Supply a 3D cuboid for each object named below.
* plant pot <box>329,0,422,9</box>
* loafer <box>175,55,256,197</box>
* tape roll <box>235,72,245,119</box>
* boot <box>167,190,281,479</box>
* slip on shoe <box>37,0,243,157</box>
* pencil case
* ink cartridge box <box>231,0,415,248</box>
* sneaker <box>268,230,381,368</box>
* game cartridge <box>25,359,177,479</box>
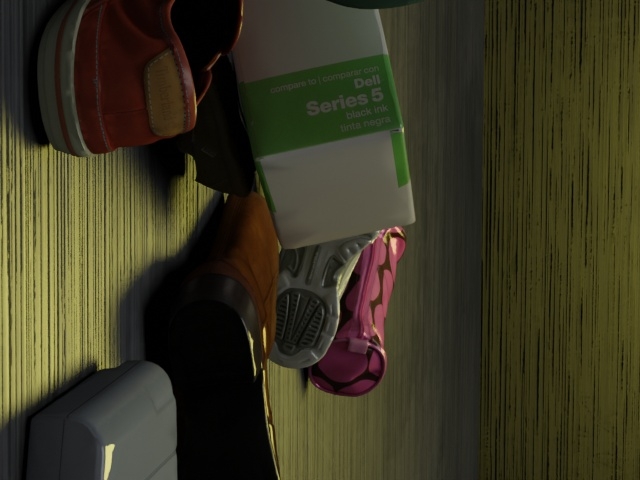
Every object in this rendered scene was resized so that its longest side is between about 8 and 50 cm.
[{"bbox_3d":[0.030,-0.295,1.291,0.293,0.293,0.235,-78,148,-46],"label":"plant pot"},{"bbox_3d":[-0.087,-0.090,1.502,0.056,0.050,0.148,-80,162,-49],"label":"loafer"},{"bbox_3d":[-0.021,-0.199,1.787,0.219,0.072,0.219,1,90,-80],"label":"tape roll"},{"bbox_3d":[-0.074,0.120,1.591,0.280,0.096,0.264,-79,160,-74],"label":"boot"},{"bbox_3d":[-0.096,-0.156,1.308,0.331,0.101,0.123,-74,160,-59],"label":"slip on shoe"},{"bbox_3d":[0.040,0.062,2.103,0.098,0.095,0.209,-50,-158,42],"label":"pencil case"},{"bbox_3d":[-0.010,-0.158,1.528,0.198,0.115,0.273,74,4,-70],"label":"ink cartridge box"},{"bbox_3d":[0.000,0.000,1.842,0.232,0.090,0.115,-64,-174,4],"label":"sneaker"},{"bbox_3d":[-0.137,0.240,1.268,0.198,0.062,0.297,-54,144,-79],"label":"game cartridge"}]
